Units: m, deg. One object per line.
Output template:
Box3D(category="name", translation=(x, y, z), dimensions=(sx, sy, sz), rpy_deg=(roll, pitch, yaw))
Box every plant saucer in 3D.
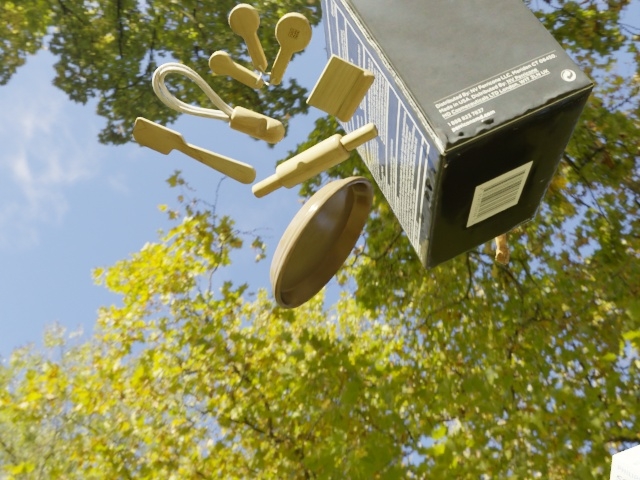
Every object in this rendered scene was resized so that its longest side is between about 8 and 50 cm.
Box3D(category="plant saucer", translation=(0.000, 0.000, 1.163), dimensions=(0.041, 0.278, 0.277), rpy_deg=(35, -70, 20))

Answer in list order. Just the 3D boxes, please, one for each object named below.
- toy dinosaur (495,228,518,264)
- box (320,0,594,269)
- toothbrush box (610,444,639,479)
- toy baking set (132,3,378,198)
Box3D(category="toy dinosaur", translation=(0.282, -0.065, 1.086), dimensions=(0.064, 0.112, 0.211), rpy_deg=(-43, -108, 49))
Box3D(category="box", translation=(0.144, -0.172, 0.799), dimensions=(0.183, 0.296, 0.294), rpy_deg=(-25, -115, -7))
Box3D(category="toothbrush box", translation=(0.801, 0.521, 1.367), dimensions=(0.296, 0.216, 0.126), rpy_deg=(-7, -75, -28))
Box3D(category="toy baking set", translation=(-0.068, -0.137, 0.691), dimensions=(0.256, 0.030, 0.196), rpy_deg=(-29, -64, 25))
